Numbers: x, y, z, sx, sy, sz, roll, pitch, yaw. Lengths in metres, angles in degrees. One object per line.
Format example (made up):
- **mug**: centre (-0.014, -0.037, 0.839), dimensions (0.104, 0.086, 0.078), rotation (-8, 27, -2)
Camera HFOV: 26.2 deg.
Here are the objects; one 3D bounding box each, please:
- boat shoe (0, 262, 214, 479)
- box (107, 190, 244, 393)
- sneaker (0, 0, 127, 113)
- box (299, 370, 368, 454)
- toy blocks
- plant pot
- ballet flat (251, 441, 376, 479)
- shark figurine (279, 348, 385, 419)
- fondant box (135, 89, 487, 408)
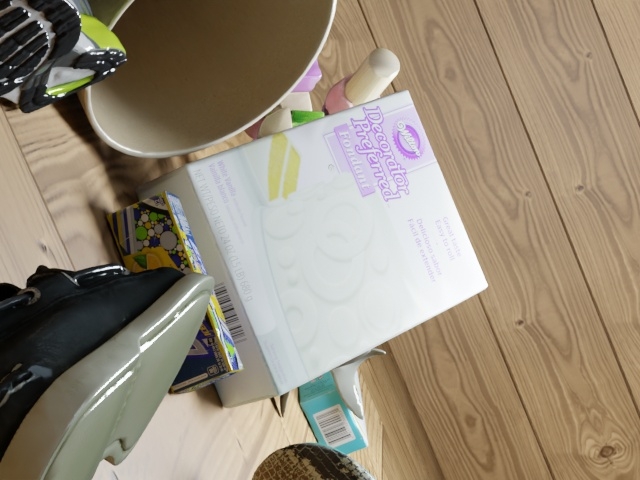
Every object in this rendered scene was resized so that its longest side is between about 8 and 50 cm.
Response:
- **boat shoe**: centre (-0.146, 0.066, 0.751), dimensions (0.113, 0.127, 0.340), rotation (25, 14, 4)
- **box**: centre (-0.126, 0.046, 1.207), dimensions (0.054, 0.059, 0.169), rotation (25, 43, -80)
- **sneaker**: centre (-0.229, -0.168, 0.965), dimensions (0.121, 0.111, 0.300), rotation (58, 0, 3)
- **box**: centre (0.013, 0.196, 1.905), dimensions (0.244, 0.060, 0.101), rotation (-97, 163, -69)
- **toy blocks**: centre (-0.065, -0.068, 1.680), dimensions (0.260, 0.309, 0.289), rotation (135, -49, -61)
- **plant pot**: centre (-0.163, -0.263, 1.284), dimensions (0.274, 0.256, 0.256), rotation (54, -2, 28)
- **ballet flat**: centre (0.059, 0.407, 1.196), dimensions (0.182, 0.164, 0.483), rotation (-68, 140, -59)
- **shark figurine**: centre (-0.018, 0.161, 1.659), dimensions (0.278, 0.166, 0.116), rotation (66, 34, -76)
- **fondant box**: centre (0.000, 0.000, 1.424), dimensions (0.330, 0.096, 0.238), rotation (-23, 91, -43)
